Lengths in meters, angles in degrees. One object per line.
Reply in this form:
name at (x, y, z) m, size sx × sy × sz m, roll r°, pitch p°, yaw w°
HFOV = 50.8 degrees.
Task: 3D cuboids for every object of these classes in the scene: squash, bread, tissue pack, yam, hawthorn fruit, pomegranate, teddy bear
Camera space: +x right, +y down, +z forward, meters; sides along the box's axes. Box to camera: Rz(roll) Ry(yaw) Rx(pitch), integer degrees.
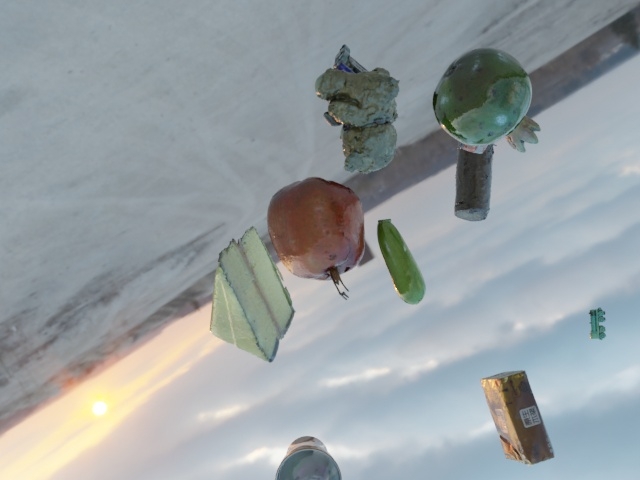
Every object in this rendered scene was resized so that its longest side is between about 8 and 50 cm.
squash at (0.173, 0.045, 1.466) m, size 0.066 × 0.201 × 0.066 m, roll -22°, pitch 176°, yaw -1°
bread at (-0.182, 0.148, 2.053) m, size 0.346 × 0.242 × 0.405 m, roll -67°, pitch 178°, yaw -51°
tissue pack at (0.506, 0.454, 1.737) m, size 0.091 × 0.226 × 0.183 m, roll -14°, pitch 169°, yaw -5°
yam at (0.505, -0.211, 2.212) m, size 0.131 × 0.280 × 0.131 m, roll 6°, pitch 167°, yaw 1°
hawthorn fruit at (0.000, 0.000, 1.423) m, size 0.211 × 0.299 × 0.211 m, roll -13°, pitch 150°, yaw -8°
pomegranate at (0.321, -0.250, 1.260) m, size 0.187 × 0.225 × 0.187 m, roll -44°, pitch -152°, yaw 31°
teddy bear at (0.117, -0.293, 1.660) m, size 0.267 × 0.256 × 0.156 m, roll -16°, pitch -155°, yaw -42°

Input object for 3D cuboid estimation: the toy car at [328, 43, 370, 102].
toy car at (0.090, -0.490, 2.108) m, size 0.158 × 0.172 × 0.235 m, roll -47°, pitch -163°, yaw 20°

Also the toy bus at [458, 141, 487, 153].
toy bus at (0.453, -0.304, 1.935) m, size 0.174 × 0.077 × 0.079 m, roll -52°, pitch 165°, yaw -57°

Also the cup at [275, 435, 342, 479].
cup at (-0.030, 0.679, 1.930) m, size 0.182 × 0.226 × 0.264 m, roll -15°, pitch 179°, yaw -2°

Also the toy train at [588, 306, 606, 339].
toy train at (0.775, 0.233, 1.888) m, size 0.045 × 0.092 × 0.029 m, roll -5°, pitch -179°, yaw 18°
